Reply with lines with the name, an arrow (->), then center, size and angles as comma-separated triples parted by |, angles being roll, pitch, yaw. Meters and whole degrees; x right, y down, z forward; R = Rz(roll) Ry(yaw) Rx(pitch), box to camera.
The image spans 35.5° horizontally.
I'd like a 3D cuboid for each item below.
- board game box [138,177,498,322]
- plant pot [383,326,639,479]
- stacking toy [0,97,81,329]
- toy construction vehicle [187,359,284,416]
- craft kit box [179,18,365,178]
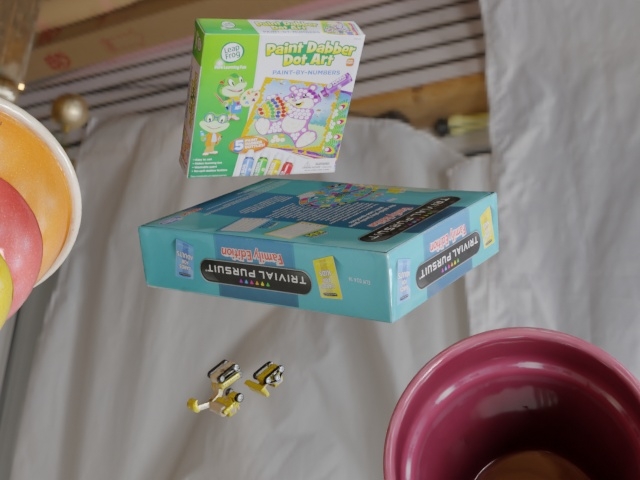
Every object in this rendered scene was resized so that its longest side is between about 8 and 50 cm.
board game box -> 0.000, 0.000, 1.166 | 0.336, 0.079, 0.254 | 6, -160, 34
plant pot -> 0.159, 0.193, 0.760 | 0.201, 0.201, 0.180 | -1, 150, 15
stacking toy -> -0.496, 0.044, 1.244 | 0.351, 0.480, 0.350 | -3, 121, -5
toy construction vehicle -> -0.100, 0.179, 1.194 | 0.086, 0.098, 0.035 | 12, 128, 42
craft kit box -> -0.076, -0.212, 1.510 | 0.250, 0.061, 0.246 | -5, 126, -22
